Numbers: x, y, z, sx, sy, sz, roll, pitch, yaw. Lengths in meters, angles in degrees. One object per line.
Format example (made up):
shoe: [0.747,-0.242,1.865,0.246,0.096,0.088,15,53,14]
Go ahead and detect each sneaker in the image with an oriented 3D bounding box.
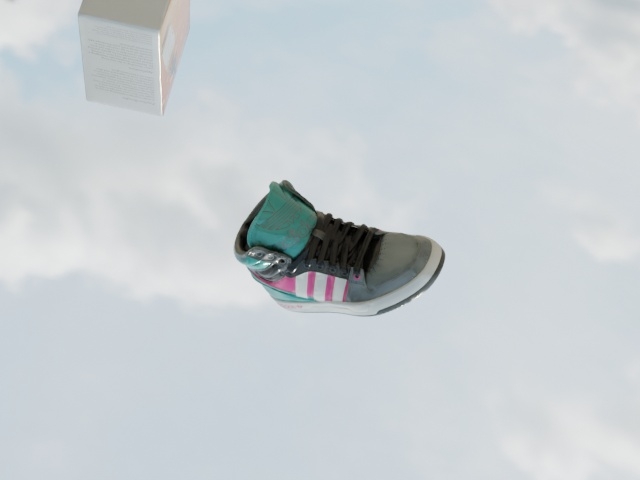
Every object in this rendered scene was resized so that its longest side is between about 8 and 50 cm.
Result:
sneaker: [0.000,0.000,2.021,0.295,0.124,0.178,-8,140,44]

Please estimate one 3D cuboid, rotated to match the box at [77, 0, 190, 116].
box: [-0.199,-0.239,1.759,0.091,0.170,0.130,12,-117,2]
